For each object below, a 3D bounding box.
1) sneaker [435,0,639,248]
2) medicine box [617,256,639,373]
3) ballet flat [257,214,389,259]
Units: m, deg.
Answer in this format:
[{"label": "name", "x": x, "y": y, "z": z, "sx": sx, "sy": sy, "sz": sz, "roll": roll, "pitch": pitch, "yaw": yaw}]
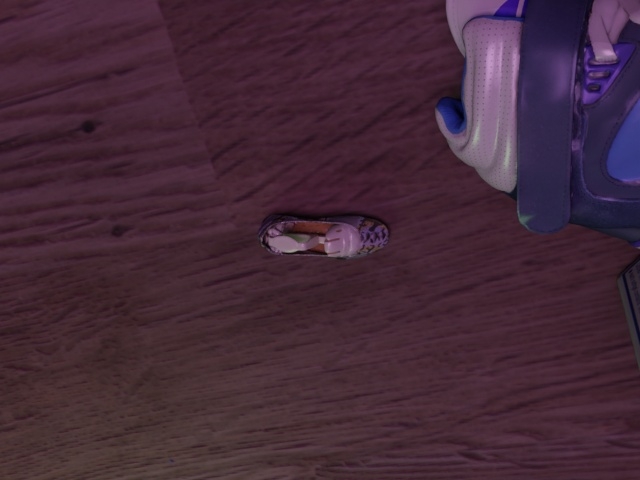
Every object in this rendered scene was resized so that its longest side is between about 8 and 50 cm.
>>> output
[{"label": "sneaker", "x": 0.200, "y": -0.144, "z": 0.515, "sx": 0.236, "sy": 0.130, "sz": 0.323, "roll": 26, "pitch": 132, "yaw": 2}, {"label": "medicine box", "x": 0.347, "y": 0.029, "z": 0.492, "sx": 0.149, "sy": 0.263, "sz": 0.289, "roll": 41, "pitch": 115, "yaw": -4}, {"label": "ballet flat", "x": 0.000, "y": 0.000, "z": 0.696, "sx": 0.114, "sy": 0.041, "sz": 0.041, "roll": 3, "pitch": 111, "yaw": 13}]
